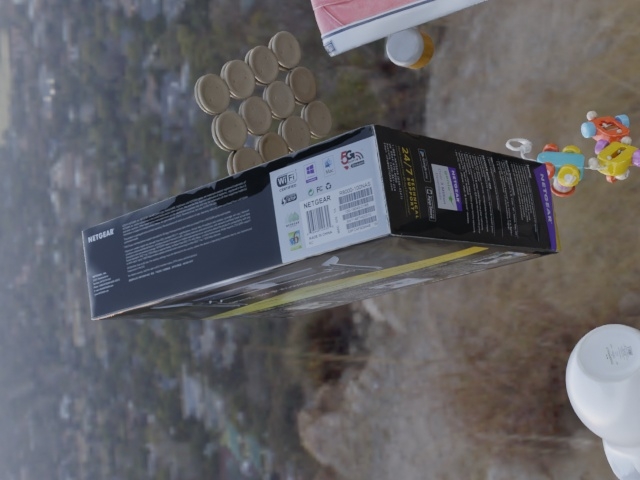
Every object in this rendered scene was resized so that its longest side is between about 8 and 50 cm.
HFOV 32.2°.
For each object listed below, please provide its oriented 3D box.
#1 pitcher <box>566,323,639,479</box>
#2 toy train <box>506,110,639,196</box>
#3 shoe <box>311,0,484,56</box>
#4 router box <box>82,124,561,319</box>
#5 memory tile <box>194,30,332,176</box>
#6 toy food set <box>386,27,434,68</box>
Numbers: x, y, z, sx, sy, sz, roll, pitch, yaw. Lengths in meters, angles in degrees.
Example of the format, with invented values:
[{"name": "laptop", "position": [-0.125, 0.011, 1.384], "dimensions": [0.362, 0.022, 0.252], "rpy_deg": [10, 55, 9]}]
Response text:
[{"name": "pitcher", "position": [0.369, 0.176, 1.369], "dimensions": [0.207, 0.125, 0.177], "rpy_deg": [60, -166, -44]}, {"name": "toy train", "position": [0.304, -0.098, 1.289], "dimensions": [0.125, 0.166, 0.046], "rpy_deg": [-132, 33, -52]}, {"name": "shoe", "position": [0.075, -0.206, 0.840], "dimensions": [0.063, 0.178, 0.081], "rpy_deg": [-156, 46, -79]}, {"name": "router box", "position": [0.000, 0.000, 0.901], "dimensions": [0.309, 0.243, 0.081], "rpy_deg": [-16, 77, 37]}, {"name": "memory tile", "position": [-0.051, -0.125, 1.047], "dimensions": [0.012, 0.148, 0.113], "rpy_deg": [-12, 110, 45]}, {"name": "toy food set", "position": [0.027, -0.273, 1.092], "dimensions": [0.111, 0.104, 0.232], "rpy_deg": [-45, 73, 21]}]
